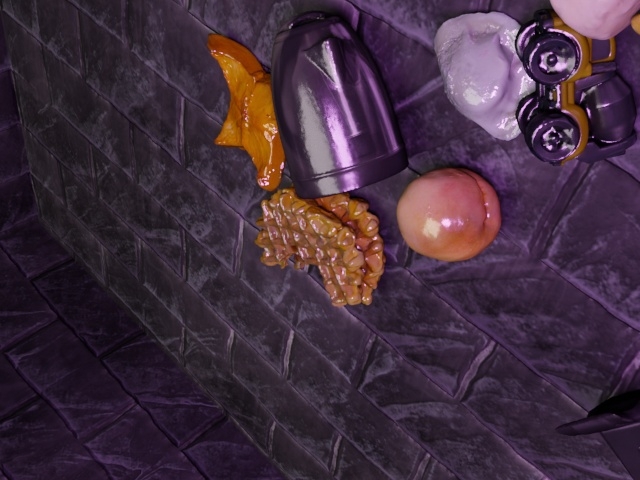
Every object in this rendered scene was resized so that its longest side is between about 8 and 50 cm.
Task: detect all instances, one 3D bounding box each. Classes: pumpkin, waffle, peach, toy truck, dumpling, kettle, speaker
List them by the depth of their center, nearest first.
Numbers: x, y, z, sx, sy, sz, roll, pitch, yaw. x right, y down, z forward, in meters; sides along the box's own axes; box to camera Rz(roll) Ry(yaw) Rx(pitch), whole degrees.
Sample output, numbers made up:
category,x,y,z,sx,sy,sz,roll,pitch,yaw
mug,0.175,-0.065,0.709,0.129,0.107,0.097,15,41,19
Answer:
category,x,y,z,sx,sy,sz,roll,pitch,yaw
toy truck,0.370,-0.222,1.090,0.165,0.147,0.224,-5,114,9
dumpling,0.261,-0.263,1.211,0.219,0.108,0.153,52,146,1
speaker,0.596,0.403,1.256,0.388,0.184,0.180,53,145,5
peach,0.234,-0.045,1.361,0.184,0.184,0.184,31,138,33
kettle,0.010,-0.274,1.457,0.321,0.228,0.324,-129,22,-75
pumpkin,-0.158,-0.293,1.711,0.258,0.095,0.290,37,136,39
waffle,0.000,0.000,1.713,0.324,0.151,0.261,24,130,35

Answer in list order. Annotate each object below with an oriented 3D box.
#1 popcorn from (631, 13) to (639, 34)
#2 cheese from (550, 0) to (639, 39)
category,x,y,z,sx,sy,sz,roll,pitch,yaw
popcorn,0.500,-0.196,0.844,0.297,0.281,0.316,53,162,-24
cheese,0.353,-0.387,0.938,0.251,0.174,0.247,33,130,30
